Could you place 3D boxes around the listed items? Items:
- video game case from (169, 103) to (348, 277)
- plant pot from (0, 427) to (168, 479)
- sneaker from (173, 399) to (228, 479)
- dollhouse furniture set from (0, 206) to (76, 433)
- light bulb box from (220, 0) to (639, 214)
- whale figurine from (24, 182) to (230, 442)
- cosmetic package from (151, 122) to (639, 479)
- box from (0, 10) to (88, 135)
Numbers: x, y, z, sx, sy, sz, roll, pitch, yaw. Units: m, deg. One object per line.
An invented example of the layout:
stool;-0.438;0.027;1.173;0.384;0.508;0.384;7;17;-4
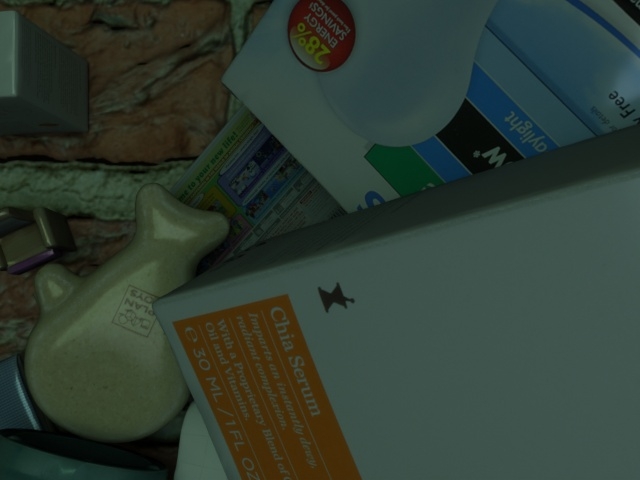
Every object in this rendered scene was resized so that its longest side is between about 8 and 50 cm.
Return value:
video game case;-0.080;-0.021;0.803;0.212;0.023;0.193;-47;72;13
plant pot;-0.260;0.299;0.707;0.293;0.293;0.196;12;78;7
sneaker;-0.066;0.302;0.781;0.169;0.108;0.292;-7;92;23
dollhouse furniture set;-0.390;0.151;0.767;0.286;0.198;0.303;-23;84;4
light bulb box;0.168;-0.165;0.650;0.358;0.225;0.361;47;123;8
whale figurine;-0.197;0.076;0.778;0.216;0.141;0.272;24;90;-10
cosmetic package;0.114;0.078;0.536;0.453;0.161;0.230;-17;99;34
box;-0.356;-0.180;0.806;0.130;0.170;0.091;-2;86;6
